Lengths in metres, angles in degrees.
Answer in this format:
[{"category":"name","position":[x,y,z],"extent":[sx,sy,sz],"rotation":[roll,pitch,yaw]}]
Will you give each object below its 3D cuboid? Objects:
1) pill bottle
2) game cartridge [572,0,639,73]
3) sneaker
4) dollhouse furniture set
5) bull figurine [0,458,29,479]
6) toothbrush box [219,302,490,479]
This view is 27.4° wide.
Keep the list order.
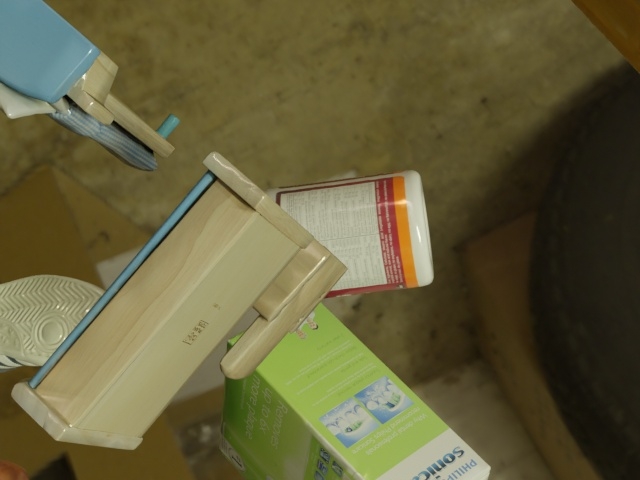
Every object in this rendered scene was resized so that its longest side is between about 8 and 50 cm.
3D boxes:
[{"category":"pill bottle","position":[0.000,0.000,1.348],"extent":[0.221,0.121,0.121],"rotation":[-7,143,7]},{"category":"game cartridge","position":[0.344,-0.386,1.530],"extent":[0.052,0.285,0.324],"rotation":[-17,136,-13]},{"category":"sneaker","position":[-0.417,0.128,1.881],"extent":[0.350,0.131,0.148],"rotation":[0,163,19]},{"category":"dollhouse furniture set","position":[-0.179,-0.025,0.948],"extent":[0.198,0.303,0.286],"rotation":[-49,163,0]},{"category":"bull figurine","position":[-0.493,0.321,1.601],"extent":[0.310,0.188,0.101],"rotation":[7,130,-31]},{"category":"toothbrush box","position":[0.026,0.230,1.390],"extent":[0.122,0.283,0.206],"rotation":[-30,148,-31]}]
